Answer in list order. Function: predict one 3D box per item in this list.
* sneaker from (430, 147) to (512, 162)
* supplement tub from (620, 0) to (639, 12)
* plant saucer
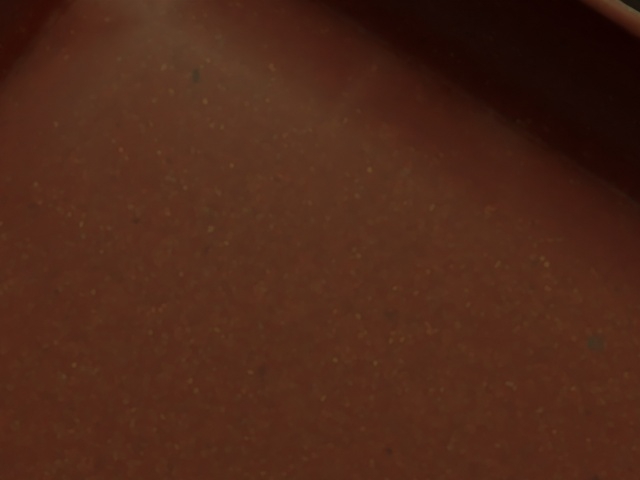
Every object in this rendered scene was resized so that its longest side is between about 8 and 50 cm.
[{"bbox_3d":[0.000,0.000,0.485,0.314,0.136,0.116,0,43,-22],"label":"sneaker"},{"bbox_3d":[0.030,-0.211,0.661,0.316,0.228,0.228,40,43,21],"label":"supplement tub"},{"bbox_3d":[-0.009,0.062,0.387,0.259,0.048,0.258,33,77,8],"label":"plant saucer"}]
